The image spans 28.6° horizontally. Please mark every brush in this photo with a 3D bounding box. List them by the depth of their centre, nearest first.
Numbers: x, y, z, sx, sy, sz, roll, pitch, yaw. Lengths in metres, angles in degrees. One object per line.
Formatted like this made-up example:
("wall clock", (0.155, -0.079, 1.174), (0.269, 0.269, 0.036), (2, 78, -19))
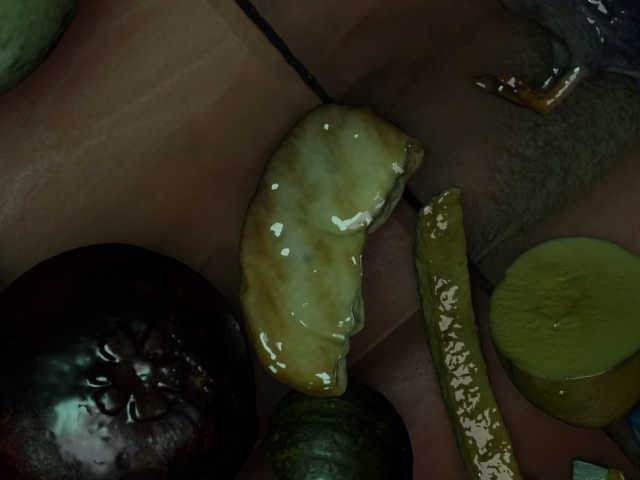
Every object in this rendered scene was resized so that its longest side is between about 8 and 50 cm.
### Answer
("brush", (0.366, 0.296, 1.346), (0.205, 0.011, 0.083), (9, 106, 30))

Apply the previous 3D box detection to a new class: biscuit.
("biscuit", (-0.004, 0.000, 1.258), (0.154, 0.045, 0.299), (16, 76, 16))

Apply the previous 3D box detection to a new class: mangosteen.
("mangosteen", (-0.203, 0.158, 1.214), (0.297, 0.293, 0.297), (4, 58, -6))

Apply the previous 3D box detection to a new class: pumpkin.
("pumpkin", (0.014, 0.257, 1.259), (0.159, 0.238, 0.238), (6, 98, -3))

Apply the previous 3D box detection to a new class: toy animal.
("toy animal", (0.251, -0.213, 1.261), (0.298, 0.122, 0.185), (24, 96, -10))

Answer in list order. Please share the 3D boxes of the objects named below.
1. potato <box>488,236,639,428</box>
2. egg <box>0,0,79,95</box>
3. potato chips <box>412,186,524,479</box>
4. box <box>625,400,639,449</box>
("potato", (0.269, 0.119, 1.295), (0.178, 0.203, 0.158), (-14, 124, 3))
("egg", (-0.391, -0.307, 1.076), (0.345, 0.345, 0.428), (-33, 92, 0))
("potato chips", (0.158, 0.143, 1.333), (0.057, 0.080, 0.407), (-18, 99, -19))
("box", (0.439, 0.245, 1.374), (0.139, 0.073, 0.194), (-26, 100, -1))
